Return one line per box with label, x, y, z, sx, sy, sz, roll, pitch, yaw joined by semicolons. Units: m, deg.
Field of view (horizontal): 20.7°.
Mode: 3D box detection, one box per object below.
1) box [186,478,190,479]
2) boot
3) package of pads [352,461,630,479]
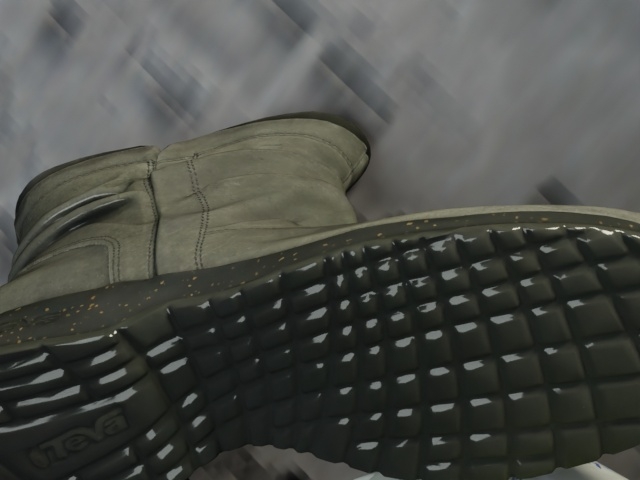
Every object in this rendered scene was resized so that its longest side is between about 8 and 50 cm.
box;-0.128;0.196;0.592;0.165;0.143;0.270;46;130;41
boot;0.000;0.000;0.550;0.247;0.161;0.083;-8;120;13
package of pads;0.085;0.226;0.530;0.229;0.101;0.296;27;115;37
